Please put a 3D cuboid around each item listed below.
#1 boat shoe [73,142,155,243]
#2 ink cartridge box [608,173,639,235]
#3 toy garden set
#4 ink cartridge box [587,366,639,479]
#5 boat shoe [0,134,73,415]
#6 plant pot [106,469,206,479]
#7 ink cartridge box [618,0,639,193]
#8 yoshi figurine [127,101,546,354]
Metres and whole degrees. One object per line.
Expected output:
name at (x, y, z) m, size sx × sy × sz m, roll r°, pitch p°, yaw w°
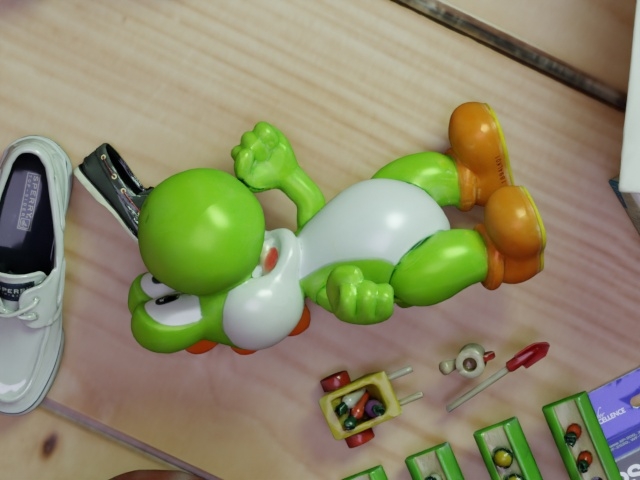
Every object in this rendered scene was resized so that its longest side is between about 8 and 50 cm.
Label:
boat shoe at (-0.163, -0.030, 1.586) m, size 0.042 × 0.049 × 0.133 m, roll -43°, pitch 90°, yaw 13°
ink cartridge box at (0.315, -0.011, 1.567) m, size 0.052 × 0.088 × 0.122 m, roll -30°, pitch 96°, yaw 1°
toy garden set at (0.127, 0.187, 1.589) m, size 0.244 × 0.049 × 0.204 m, roll -22°, pitch 93°, yaw 13°
ink cartridge box at (0.345, 0.207, 1.615) m, size 0.206 × 0.045 × 0.208 m, roll -28°, pitch 94°, yaw 4°
boat shoe at (-0.275, 0.035, 1.576) m, size 0.095 × 0.084 × 0.258 m, roll 3°, pitch 96°, yaw 0°
plant pot at (-0.152, 0.325, 1.519) m, size 0.272 × 0.265 × 0.272 m, roll 0°, pitch 97°, yaw 1°
ink cartridge box at (0.348, -0.210, 1.420) m, size 0.119 × 0.207 × 0.354 m, roll 9°, pitch 97°, yaw 33°
yoshi figurine at (-0.003, -0.011, 1.510) m, size 0.362 × 0.203 × 0.203 m, roll -18°, pitch 95°, yaw -1°
